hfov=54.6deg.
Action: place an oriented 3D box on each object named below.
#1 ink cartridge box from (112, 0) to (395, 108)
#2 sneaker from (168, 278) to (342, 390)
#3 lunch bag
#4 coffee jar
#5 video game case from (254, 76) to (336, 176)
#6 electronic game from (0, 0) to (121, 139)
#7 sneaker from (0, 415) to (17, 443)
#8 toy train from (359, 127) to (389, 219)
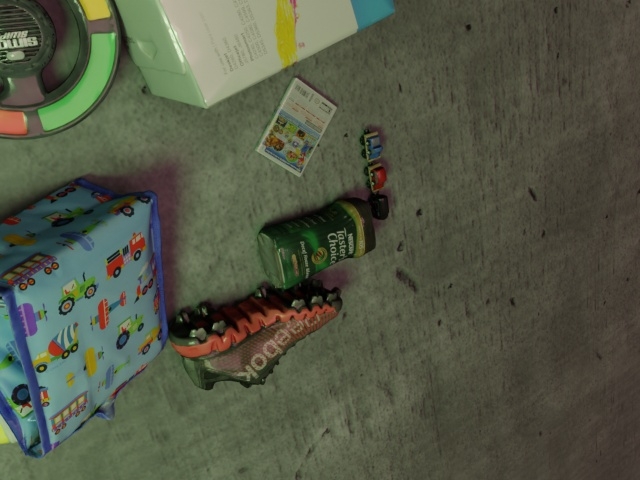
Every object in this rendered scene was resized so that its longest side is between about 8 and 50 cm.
[{"bbox_3d":[-0.096,-0.306,0.724,0.270,0.198,0.197,-33,121,-20],"label":"ink cartridge box"},{"bbox_3d":[-0.088,0.147,0.948,0.276,0.098,0.135,-16,114,-26],"label":"sneaker"},{"bbox_3d":[-0.288,0.108,0.751,0.221,0.138,0.293,-47,140,-48],"label":"lunch bag"},{"bbox_3d":[0.000,0.000,0.966,0.184,0.079,0.096,-23,117,-25],"label":"coffee jar"},{"bbox_3d":[-0.036,-0.168,0.927,0.087,0.011,0.122,28,90,-37],"label":"video game case"},{"bbox_3d":[-0.336,-0.224,0.673,0.229,0.048,0.229,-9,112,-22],"label":"electronic game"},{"bbox_3d":[-0.425,0.166,0.750,0.094,0.081,0.208,-15,105,-7],"label":"sneaker"},{"bbox_3d":[0.090,-0.105,1.014,0.027,0.036,0.158,-23,117,-25],"label":"toy train"}]
